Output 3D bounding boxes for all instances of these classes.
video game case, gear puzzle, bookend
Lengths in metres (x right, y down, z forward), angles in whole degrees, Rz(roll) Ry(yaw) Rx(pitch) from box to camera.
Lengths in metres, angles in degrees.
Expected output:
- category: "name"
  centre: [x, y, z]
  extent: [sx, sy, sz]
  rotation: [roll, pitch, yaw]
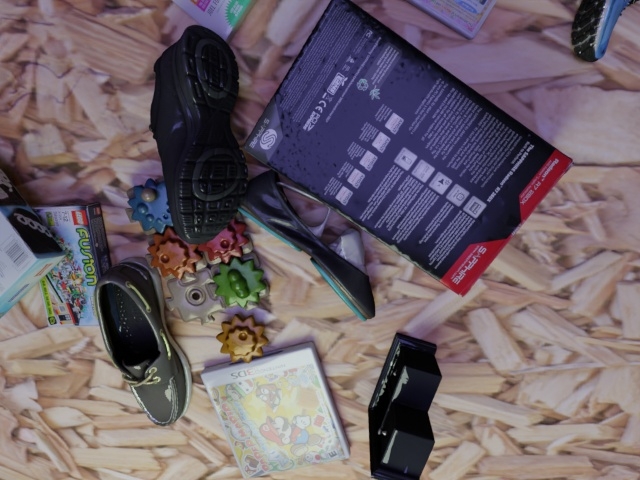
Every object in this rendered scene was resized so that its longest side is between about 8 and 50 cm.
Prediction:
- category: "video game case"
  centre: [0.174, -0.371, 0.550]
  extent: [0.157, 0.019, 0.143]
  rotation: [30, 105, -4]
- category: "gear puzzle"
  centre: [-0.182, 0.053, 0.667]
  extent: [0.176, 0.044, 0.338]
  rotation: [-19, 101, 5]
- category: "bookend"
  centre: [0.131, 0.253, 0.642]
  extent: [0.072, 0.157, 0.156]
  rotation: [17, 106, 0]
- category: "video game case"
  centre: [-0.077, 0.305, 0.741]
  extent: [0.207, 0.026, 0.226]
  rotation: [-16, 103, 9]

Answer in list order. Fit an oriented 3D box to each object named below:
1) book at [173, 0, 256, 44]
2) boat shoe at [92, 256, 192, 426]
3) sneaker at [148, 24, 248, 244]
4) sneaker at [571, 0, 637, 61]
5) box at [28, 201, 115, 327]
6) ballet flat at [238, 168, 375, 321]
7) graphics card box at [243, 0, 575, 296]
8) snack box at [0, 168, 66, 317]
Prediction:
- category: "book"
  centre: [-0.162, -0.359, 0.579]
  extent: [0.144, 0.035, 0.096]
  rotation: [38, 108, -6]
- category: "boat shoe"
  centre: [-0.296, 0.184, 0.695]
  extent: [0.109, 0.091, 0.304]
  rotation: [-9, 103, 6]
- category: "sneaker"
  centre: [-0.180, -0.137, 0.589]
  extent: [0.130, 0.109, 0.286]
  rotation: [-1, 88, 39]
- category: "sneaker"
  centre: [0.379, -0.307, 0.526]
  extent: [0.073, 0.063, 0.162]
  rotation: [14, 105, -2]
- category: "box"
  centre: [-0.411, 0.042, 0.698]
  extent: [0.114, 0.036, 0.206]
  rotation: [-3, 104, 6]
- category: "ballet flat"
  centre: [0.000, 0.000, 0.625]
  extent: [0.280, 0.095, 0.096]
  rotation: [42, 92, -6]
- category: "graphics card box"
  centre: [0.110, -0.120, 0.581]
  extent: [0.371, 0.094, 0.232]
  rotation: [33, 105, -5]
- category: "snack box"
  centre: [-0.567, -0.043, 0.652]
  extent: [0.187, 0.060, 0.322]
  rotation: [-39, 88, 13]
